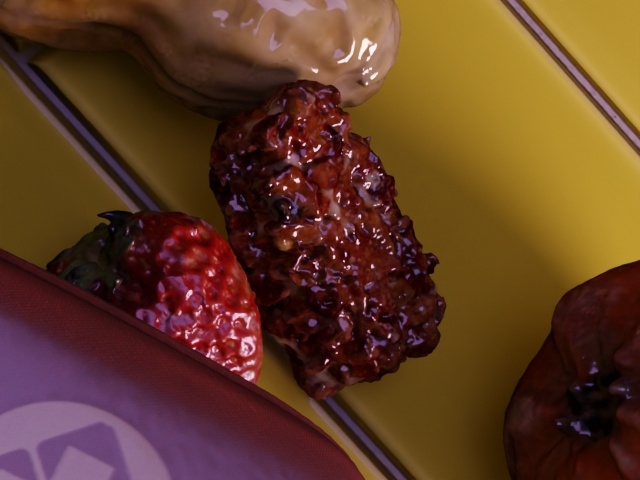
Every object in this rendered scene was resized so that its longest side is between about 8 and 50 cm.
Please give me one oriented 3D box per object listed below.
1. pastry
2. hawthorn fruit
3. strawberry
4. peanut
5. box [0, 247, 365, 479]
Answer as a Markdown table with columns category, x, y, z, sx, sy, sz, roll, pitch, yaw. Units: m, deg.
| category | x | y | z | sx | sy | sz | roll | pitch | yaw |
| --- | --- | --- | --- | --- | --- | --- | --- | --- | --- |
| pastry | -0.001 | 0.001 | 1.160 | 0.208 | 0.097 | 0.115 | 61 | 39 | -20 |
| hawthorn fruit | 0.266 | 0.132 | 1.201 | 0.272 | 0.242 | 0.242 | 15 | 67 | -36 |
| strawberry | -0.096 | 0.050 | 1.120 | 0.148 | 0.131 | 0.131 | 39 | 62 | -22 |
| peanut | -0.095 | -0.164 | 1.179 | 0.305 | 0.147 | 0.147 | 23 | 66 | -12 |
| box | -0.157 | 0.157 | 0.989 | 0.404 | 0.108 | 0.263 | 29 | 73 | -13 |
